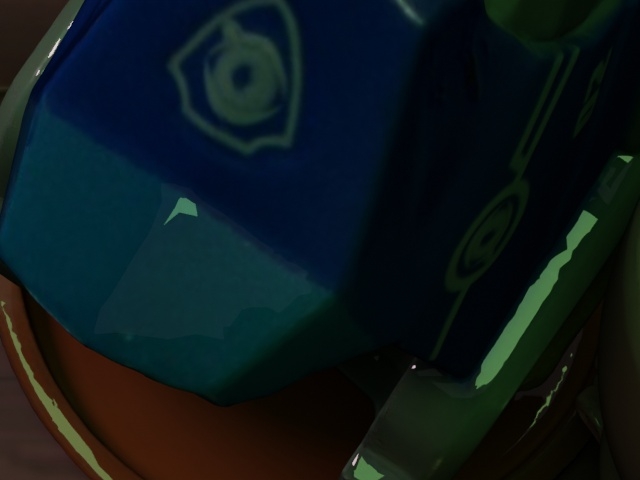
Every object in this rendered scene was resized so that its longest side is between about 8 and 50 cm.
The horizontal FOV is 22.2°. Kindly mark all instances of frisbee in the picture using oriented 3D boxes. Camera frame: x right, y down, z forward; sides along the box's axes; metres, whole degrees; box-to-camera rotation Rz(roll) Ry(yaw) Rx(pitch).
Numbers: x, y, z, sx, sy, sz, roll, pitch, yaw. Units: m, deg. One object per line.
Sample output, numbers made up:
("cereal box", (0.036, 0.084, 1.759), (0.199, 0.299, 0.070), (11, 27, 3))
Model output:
("frisbee", (0.000, 0.000, 0.619), (0.251, 0.021, 0.250), (2, 69, -4))

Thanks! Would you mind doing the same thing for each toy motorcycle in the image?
("toy motorcycle", (-0.001, -0.033, 0.448), (0.191, 0.326, 0.200), (34, 72, 7))

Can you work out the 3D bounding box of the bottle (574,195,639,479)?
("bottle", (0.151, 0.056, 0.498), (0.148, 0.236, 0.147), (-1, 66, 1))
